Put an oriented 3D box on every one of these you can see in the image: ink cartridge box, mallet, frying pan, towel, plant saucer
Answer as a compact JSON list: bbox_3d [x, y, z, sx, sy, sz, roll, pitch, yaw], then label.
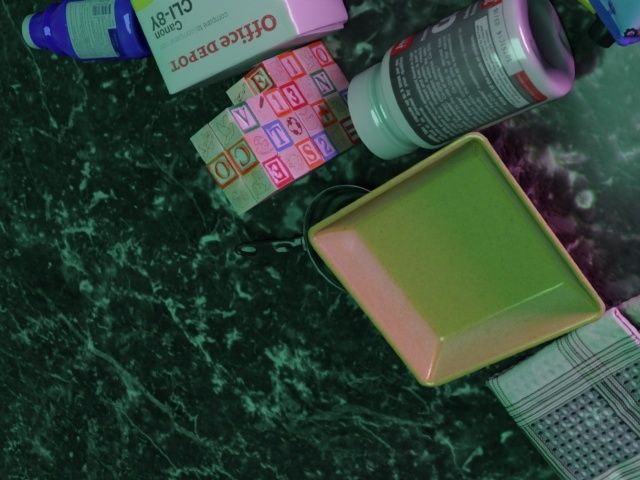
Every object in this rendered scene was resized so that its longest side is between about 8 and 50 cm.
[{"bbox_3d":[-0.163,-0.451,1.338,0.279,0.160,0.385,-16,101,36],"label":"ink cartridge box"},{"bbox_3d":[0.323,-0.326,1.166,0.189,0.039,0.062,39,129,18],"label":"mallet"},{"bbox_3d":[0.017,0.024,1.501,0.326,0.053,0.197,-30,94,38],"label":"frying pan"},{"bbox_3d":[0.455,0.266,1.327,0.312,0.056,0.324,52,127,3],"label":"towel"},{"bbox_3d":[0.202,0.028,1.331,0.332,0.081,0.333,-30,105,33],"label":"plant saucer"}]

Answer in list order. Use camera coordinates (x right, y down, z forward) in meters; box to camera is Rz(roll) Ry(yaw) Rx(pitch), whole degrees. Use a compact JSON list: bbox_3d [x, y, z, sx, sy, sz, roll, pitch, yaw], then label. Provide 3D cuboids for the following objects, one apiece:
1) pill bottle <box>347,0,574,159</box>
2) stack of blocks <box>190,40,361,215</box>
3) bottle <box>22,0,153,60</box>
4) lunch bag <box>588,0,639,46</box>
[{"bbox_3d":[0.185,-0.223,1.216,0.283,0.161,0.161,-21,99,37],"label":"pill bottle"},{"bbox_3d":[-0.056,-0.174,1.305,0.087,0.297,0.171,-31,93,38],"label":"stack of blocks"},{"bbox_3d":[-0.409,-0.378,1.571,0.282,0.092,0.118,4,112,31],"label":"bottle"},{"bbox_3d":[0.370,-0.404,1.020,0.221,0.138,0.293,-54,54,42],"label":"lunch bag"}]
